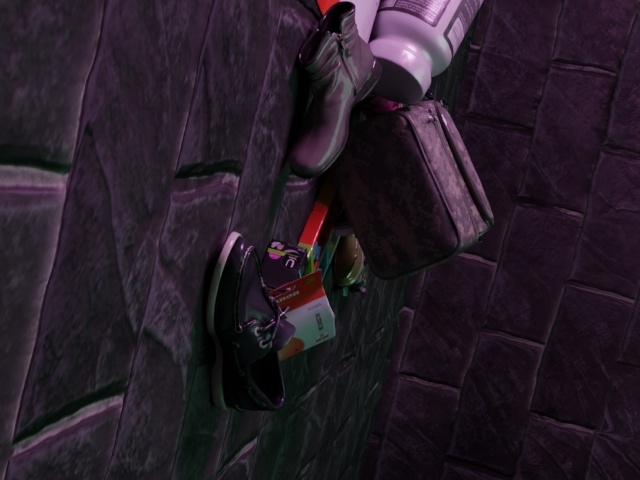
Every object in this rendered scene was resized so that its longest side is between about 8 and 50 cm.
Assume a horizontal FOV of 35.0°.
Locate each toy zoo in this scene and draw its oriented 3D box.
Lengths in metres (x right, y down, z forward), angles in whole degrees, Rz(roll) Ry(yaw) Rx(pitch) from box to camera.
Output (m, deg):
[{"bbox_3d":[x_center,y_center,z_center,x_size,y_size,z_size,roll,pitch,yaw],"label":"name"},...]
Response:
[{"bbox_3d":[0.000,0.000,1.918,0.192,0.030,0.293,88,20,-55],"label":"toy zoo"}]

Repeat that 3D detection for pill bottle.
[{"bbox_3d":[0.178,-0.386,1.773,0.278,0.162,0.162,-61,164,-19],"label":"pill bottle"}]

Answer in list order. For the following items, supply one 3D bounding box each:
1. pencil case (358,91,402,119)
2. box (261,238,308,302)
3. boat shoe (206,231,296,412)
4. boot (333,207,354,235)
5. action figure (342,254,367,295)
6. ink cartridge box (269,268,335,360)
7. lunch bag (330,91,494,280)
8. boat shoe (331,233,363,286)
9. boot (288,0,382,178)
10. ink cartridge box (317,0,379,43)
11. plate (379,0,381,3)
[{"bbox_3d":[0.112,-0.291,1.945,0.209,0.095,0.098,55,36,-78],"label":"pencil case"},{"bbox_3d":[-0.061,0.051,1.612,0.052,0.062,0.083,86,22,-60],"label":"box"},{"bbox_3d":[-0.091,0.132,1.445,0.127,0.113,0.340,-59,161,-49],"label":"boat shoe"},{"bbox_3d":[0.069,-0.084,1.943,0.190,0.069,0.086,-48,125,-52],"label":"boot"},{"bbox_3d":[0.083,0.078,2.354,0.232,0.063,0.137,62,41,-78],"label":"action figure"},{"bbox_3d":[-0.049,0.128,1.598,0.179,0.145,0.045,87,-23,-62],"label":"ink cartridge box"},{"bbox_3d":[0.183,-0.108,1.876,0.256,0.212,0.305,-23,89,-58],"label":"lunch bag"},{"bbox_3d":[0.058,0.011,2.157,0.072,0.068,0.190,75,20,-45],"label":"boat shoe"},{"bbox_3d":[-0.003,-0.230,1.539,0.246,0.083,0.161,-62,148,-15],"label":"boot"},{"bbox_3d":[0.057,-0.416,1.602,0.232,0.066,0.189,67,40,-78],"label":"ink cartridge box"},{"bbox_3d":[0.148,-0.529,1.912,0.277,0.045,0.278,71,36,-71],"label":"plate"}]
